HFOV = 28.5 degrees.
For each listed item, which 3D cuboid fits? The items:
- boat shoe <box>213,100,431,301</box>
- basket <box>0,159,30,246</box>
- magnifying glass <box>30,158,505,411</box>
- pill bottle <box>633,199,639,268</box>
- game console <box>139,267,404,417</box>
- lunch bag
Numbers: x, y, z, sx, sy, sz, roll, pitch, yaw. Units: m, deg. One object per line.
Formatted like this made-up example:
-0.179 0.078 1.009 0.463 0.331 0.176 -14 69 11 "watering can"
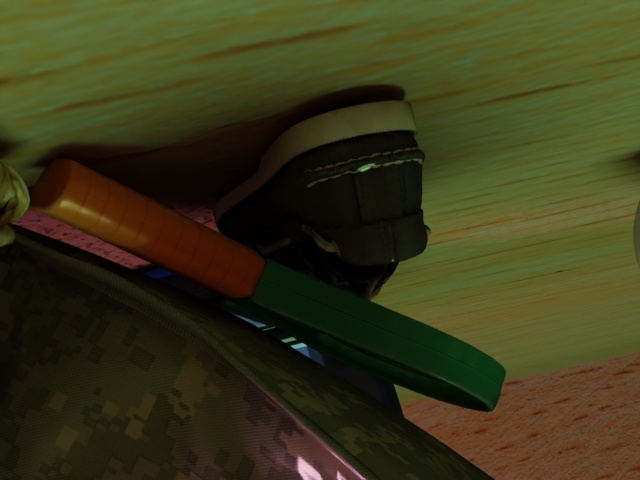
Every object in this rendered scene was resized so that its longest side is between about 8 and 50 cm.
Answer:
0.000 0.000 0.551 0.075 0.065 0.206 -13 170 -14 "boat shoe"
-0.263 0.030 0.346 0.213 0.223 0.299 19 -179 22 "basket"
-0.014 0.025 0.520 0.231 0.026 0.092 30 167 -34 "magnifying glass"
0.257 0.002 0.730 0.112 0.112 0.186 -18 167 25 "pill bottle"
-0.103 0.126 0.789 0.293 0.173 0.250 -15 169 10 "game console"
-0.019 0.133 0.527 0.287 0.169 0.235 23 172 28 "lunch bag"
